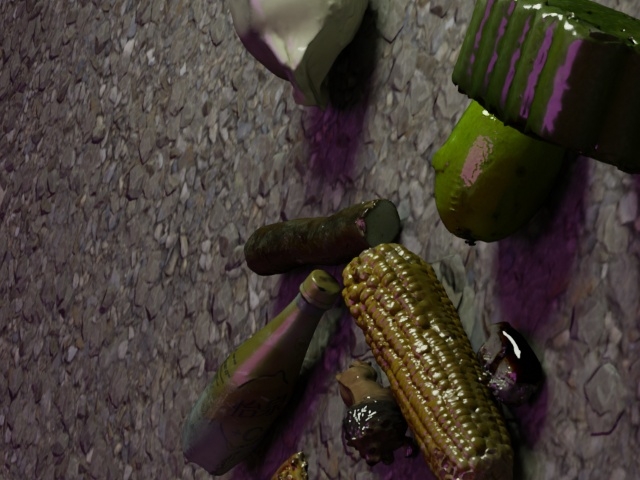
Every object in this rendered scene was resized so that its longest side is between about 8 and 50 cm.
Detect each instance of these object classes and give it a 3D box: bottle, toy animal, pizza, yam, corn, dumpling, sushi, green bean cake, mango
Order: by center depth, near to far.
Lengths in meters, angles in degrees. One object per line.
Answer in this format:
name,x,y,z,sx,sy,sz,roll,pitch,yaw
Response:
green bean cake,0.224,-0.122,1.479,0.214,0.200,0.113,41,115,59
sushi,0.162,0.103,1.655,0.046,0.044,0.083,-62,33,26
mango,0.160,-0.082,1.688,0.178,0.100,0.119,-64,27,7
corn,0.099,0.115,1.717,0.097,0.097,0.320,-60,33,28
toy animal,0.057,0.154,1.807,0.220,0.086,0.069,-114,46,-75
pizza,-0.040,0.265,1.970,0.100,0.029,0.099,14,90,62
yam,0.000,0.000,1.989,0.253,0.061,0.061,-13,67,59
bottle,-0.058,0.138,2.009,0.270,0.083,0.083,-54,35,29
dumpling,-0.021,-0.256,2.066,0.193,0.147,0.258,57,-156,-73
